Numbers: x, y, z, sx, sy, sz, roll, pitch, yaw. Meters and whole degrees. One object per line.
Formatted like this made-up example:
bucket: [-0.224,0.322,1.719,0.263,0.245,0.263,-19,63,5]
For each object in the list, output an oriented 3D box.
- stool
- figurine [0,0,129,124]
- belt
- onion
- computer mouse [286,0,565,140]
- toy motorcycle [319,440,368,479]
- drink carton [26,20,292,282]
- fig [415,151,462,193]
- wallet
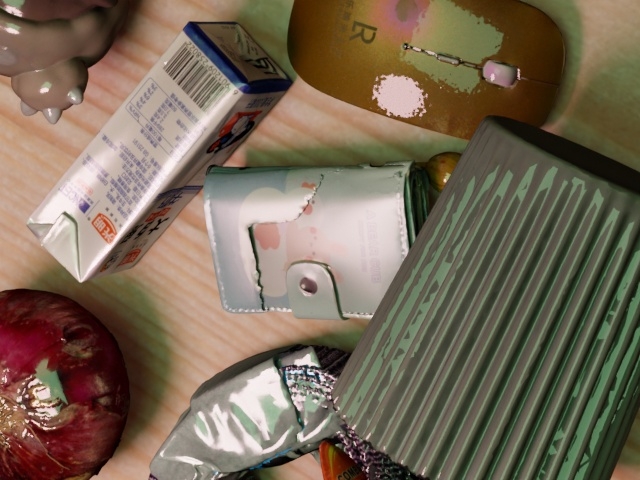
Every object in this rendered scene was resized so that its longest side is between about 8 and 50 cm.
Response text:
stool: [0.210,0.073,1.716,0.297,0.297,0.330,28,101,17]
figurine: [-0.298,-0.338,1.923,0.248,0.203,0.380,28,94,10]
belt: [-0.040,0.258,1.924,0.325,0.122,0.260,-27,94,24]
onion: [-0.324,0.176,1.990,0.246,0.190,0.246,9,104,41]
computer mouse: [0.105,-0.206,1.834,0.310,0.072,0.158,20,105,18]
toy motorcycle: [0.060,0.361,1.788,0.298,0.089,0.171,50,130,14]
drink carton: [-0.181,-0.096,1.929,0.106,0.130,0.315,46,110,12]
fig: [0.127,-0.075,1.854,0.083,0.050,0.050,16,103,33]
wallet: [0.000,0.000,1.884,0.250,0.075,0.176,0,107,25]
